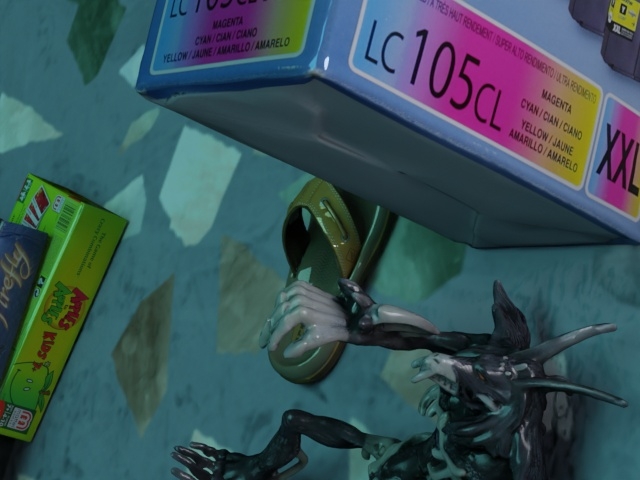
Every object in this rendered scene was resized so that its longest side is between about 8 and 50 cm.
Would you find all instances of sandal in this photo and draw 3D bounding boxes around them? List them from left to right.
[{"bbox_3d":[0.000,0.000,1.098,0.072,0.049,0.180,12,82,49],"label":"sandal"}]

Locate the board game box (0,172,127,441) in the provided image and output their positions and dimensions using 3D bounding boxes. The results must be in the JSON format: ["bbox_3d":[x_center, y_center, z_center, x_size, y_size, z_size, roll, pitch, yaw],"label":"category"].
[{"bbox_3d":[-0.219,0.049,1.320,0.092,0.043,0.181,25,92,51],"label":"board game box"}]

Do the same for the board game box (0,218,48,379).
[{"bbox_3d":[-0.299,0.096,1.319,0.165,0.042,0.243,9,79,50],"label":"board game box"}]

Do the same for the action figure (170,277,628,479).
[{"bbox_3d":[0.028,0.113,0.949,0.275,0.141,0.164,-36,47,36],"label":"action figure"}]

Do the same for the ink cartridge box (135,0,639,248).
[{"bbox_3d":[0.082,-0.221,0.939,0.151,0.270,0.395,-1,72,45],"label":"ink cartridge box"}]
